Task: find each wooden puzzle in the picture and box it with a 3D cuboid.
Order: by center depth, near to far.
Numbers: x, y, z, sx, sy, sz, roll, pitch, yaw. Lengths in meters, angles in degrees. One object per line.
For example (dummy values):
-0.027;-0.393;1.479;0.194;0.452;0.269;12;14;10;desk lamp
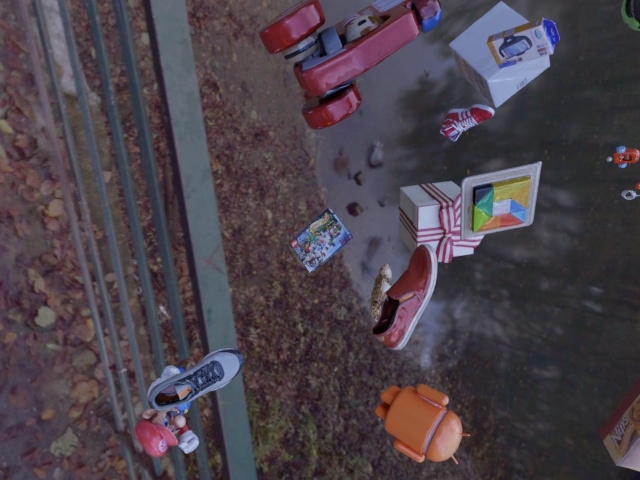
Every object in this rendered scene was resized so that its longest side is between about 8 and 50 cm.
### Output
0.522;-0.106;1.285;0.238;0.044;0.221;-15;129;0;wooden puzzle

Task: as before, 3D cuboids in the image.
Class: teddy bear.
0.291;0.262;2.180;0.338;0.113;0.245;84;9;-67;teddy bear

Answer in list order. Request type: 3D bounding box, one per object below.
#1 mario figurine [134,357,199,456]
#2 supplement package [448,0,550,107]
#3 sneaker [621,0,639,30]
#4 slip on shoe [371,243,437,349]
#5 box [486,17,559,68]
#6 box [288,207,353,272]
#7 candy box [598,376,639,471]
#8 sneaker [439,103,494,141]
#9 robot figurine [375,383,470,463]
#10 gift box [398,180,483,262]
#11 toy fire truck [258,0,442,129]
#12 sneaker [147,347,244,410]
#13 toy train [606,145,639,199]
-0.428;0.510;1.355;0.198;0.320;0.170;27;117;-6;mario figurine
0.542;-0.562;1.348;0.194;0.203;0.149;-37;148;14;supplement package
0.988;-0.710;1.060;0.185;0.483;0.202;38;39;-2;sneaker
0.249;0.160;1.309;0.101;0.123;0.331;23;91;-21;slip on shoe
0.453;-0.438;0.987;0.081;0.136;0.028;39;65;-37;box
0.000;0.000;1.826;0.159;0.233;0.044;53;20;11;box
0.725;0.366;0.820;0.087;0.316;0.183;-76;-178;-64;candy box
0.298;-0.242;0.915;0.042;0.118;0.067;37;79;-28;sneaker
0.243;0.442;1.070;0.158;0.219;0.128;-53;147;-20;robot figurine
0.455;-0.084;1.659;0.276;0.258;0.255;-12;117;-2;gift box
0.056;-0.327;0.715;0.169;0.254;0.302;58;15;-27;toy fire truck
-0.329;0.380;1.187;0.271;0.108;0.100;-25;93;-14;sneaker
0.812;-0.181;1.124;0.046;0.125;0.166;-55;126;-28;toy train
